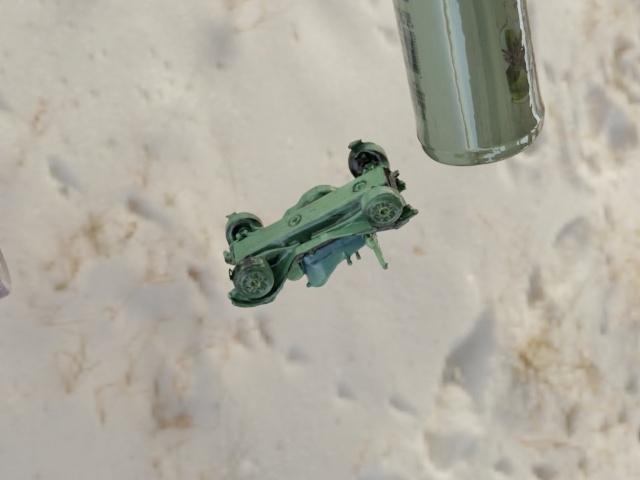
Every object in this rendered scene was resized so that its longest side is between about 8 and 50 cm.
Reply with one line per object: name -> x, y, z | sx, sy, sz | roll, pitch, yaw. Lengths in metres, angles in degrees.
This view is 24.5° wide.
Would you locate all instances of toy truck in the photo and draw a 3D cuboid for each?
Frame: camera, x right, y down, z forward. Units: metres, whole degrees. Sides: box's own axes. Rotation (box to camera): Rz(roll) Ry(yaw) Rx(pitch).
toy truck -> 0.001, -0.001, 1.111 | 0.078, 0.154, 0.080 | 53, 13, -33

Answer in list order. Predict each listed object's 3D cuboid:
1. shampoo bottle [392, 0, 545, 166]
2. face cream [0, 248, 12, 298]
shampoo bottle -> 0.084, -0.174, 0.935 | 0.118, 0.087, 0.234 | -75, 155, -59
face cream -> -0.471, 0.067, 1.571 | 0.096, 0.274, 0.154 | -113, -177, -63
